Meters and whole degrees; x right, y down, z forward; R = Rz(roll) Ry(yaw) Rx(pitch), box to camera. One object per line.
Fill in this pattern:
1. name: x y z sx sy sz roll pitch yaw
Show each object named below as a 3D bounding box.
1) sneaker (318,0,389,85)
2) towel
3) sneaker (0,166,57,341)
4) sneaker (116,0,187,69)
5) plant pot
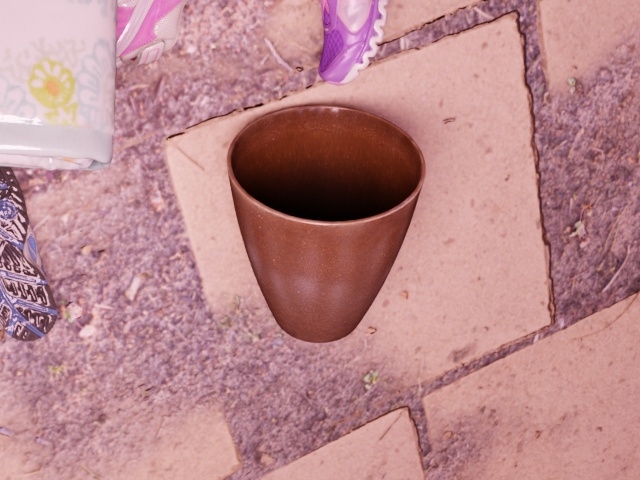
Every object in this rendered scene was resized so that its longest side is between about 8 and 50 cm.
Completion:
1. sneaker: 0.026 -0.288 1.238 0.104 0.095 0.236 10 104 -23
2. towel: -0.358 -0.228 0.979 0.374 0.090 0.321 3 84 -24
3. sneaker: -0.340 0.002 1.203 0.080 0.081 0.211 -16 102 -17
4. sneaker: -0.203 -0.211 1.148 0.252 0.103 0.111 -46 123 1
5. plant pot: 0.000 0.000 1.309 0.215 0.215 0.230 -14 134 -20
